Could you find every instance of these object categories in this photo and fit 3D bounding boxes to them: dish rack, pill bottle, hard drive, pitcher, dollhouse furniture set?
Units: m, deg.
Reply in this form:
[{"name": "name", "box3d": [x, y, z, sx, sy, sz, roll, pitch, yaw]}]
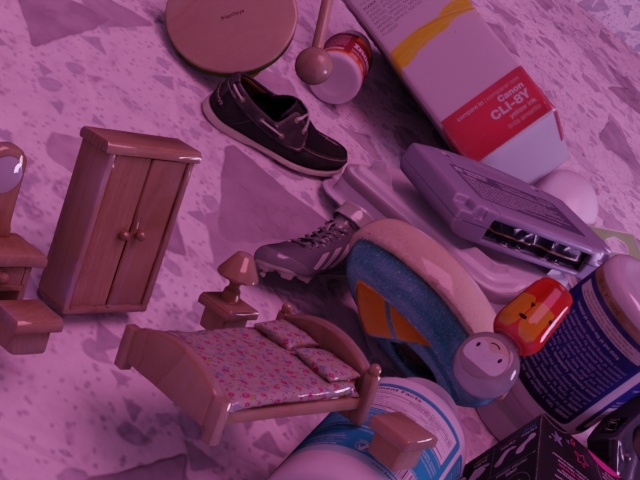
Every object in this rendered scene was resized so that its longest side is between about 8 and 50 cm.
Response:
[{"name": "dish rack", "box3d": [0.191, -0.010, 1.523, 0.286, 0.072, 0.333, 4, 33, -52]}, {"name": "pill bottle", "box3d": [0.036, -0.281, 1.743, 0.086, 0.086, 0.152, 40, 30, -10]}, {"name": "pill bottle", "box3d": [0.054, 0.226, 1.072, 0.146, 0.146, 0.264, 48, 29, 5]}, {"name": "hard drive", "box3d": [0.413, 0.294, 1.443, 0.255, 0.054, 0.171, -13, 105, -54]}, {"name": "pitcher", "box3d": [0.413, -0.011, 1.865, 0.177, 0.126, 0.207, 57, 36, -21]}, {"name": "pill bottle", "box3d": [0.327, 0.151, 1.388, 0.153, 0.265, 0.153, 33, 31, -23]}, {"name": "dollhouse furniture set", "box3d": [-0.098, 0.046, 0.934, 0.356, 0.173, 0.303, 31, 19, 37]}]

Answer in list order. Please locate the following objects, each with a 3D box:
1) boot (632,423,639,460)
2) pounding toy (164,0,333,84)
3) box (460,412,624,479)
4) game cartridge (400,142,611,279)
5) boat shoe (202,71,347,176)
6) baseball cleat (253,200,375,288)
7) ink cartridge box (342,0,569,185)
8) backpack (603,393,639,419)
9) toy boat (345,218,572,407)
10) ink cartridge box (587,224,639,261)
[{"name": "boot", "box3d": [0.414, 0.315, 1.153, 0.246, 0.083, 0.161, 49, 36, -5]}, {"name": "pounding toy", "box3d": [-0.097, -0.293, 1.555, 0.237, 0.110, 0.182, 5, 72, 0]}, {"name": "box", "box3d": [0.264, 0.339, 1.176, 0.247, 0.163, 0.142, 40, 33, -11]}, {"name": "game cartridge", "box3d": [0.253, -0.042, 1.507, 0.294, 0.060, 0.196, 18, 28, -31]}, {"name": "boat shoe", "box3d": [-0.045, -0.155, 1.495, 0.233, 0.079, 0.084, 25, 33, -34]}, {"name": "baseball cleat", "box3d": [0.000, 0.000, 1.326, 0.072, 0.109, 0.206, 23, 8, 34]}, {"name": "ink cartridge box", "box3d": [0.225, -0.271, 1.803, 0.384, 0.160, 0.279, 56, 8, 20]}, {"name": "backpack", "box3d": [0.515, 0.204, 1.633, 0.144, 0.188, 0.166, 54, 31, 15]}, {"name": "toy boat", "box3d": [0.138, 0.098, 1.227, 0.148, 0.318, 0.267, -43, 107, -20]}, {"name": "ink cartridge box", "box3d": [0.506, 0.097, 1.842, 0.171, 0.056, 0.235, 7, 59, -47]}]
